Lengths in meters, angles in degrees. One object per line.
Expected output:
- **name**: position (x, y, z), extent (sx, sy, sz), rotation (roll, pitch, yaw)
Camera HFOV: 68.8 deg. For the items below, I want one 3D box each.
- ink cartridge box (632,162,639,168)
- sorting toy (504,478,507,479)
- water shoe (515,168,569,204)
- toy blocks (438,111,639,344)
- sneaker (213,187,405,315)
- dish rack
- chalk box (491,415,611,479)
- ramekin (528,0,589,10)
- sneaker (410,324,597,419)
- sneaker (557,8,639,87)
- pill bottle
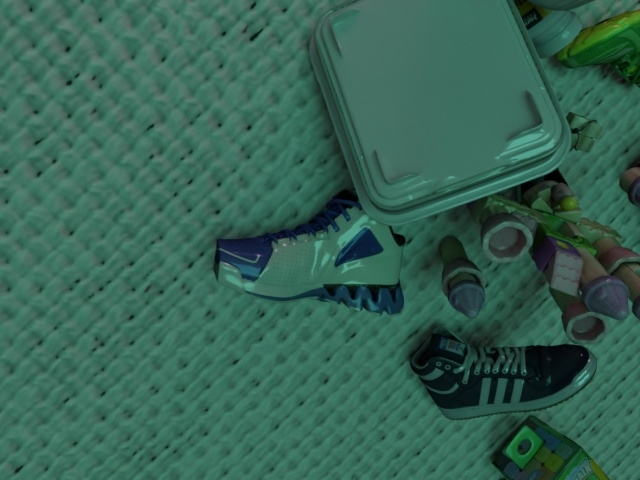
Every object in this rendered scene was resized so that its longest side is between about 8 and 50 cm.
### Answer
- **ink cartridge box**: position (0.757, -0.128, 0.819), extent (0.306, 0.131, 0.226), rotation (-36, 87, -2)
- **sorting toy**: position (0.404, 0.507, 0.964), extent (0.083, 0.012, 0.062), rotation (-4, 103, -13)
- **water shoe**: position (0.386, -0.058, 0.801), extent (0.072, 0.080, 0.203), rotation (-26, 107, -6)
- **toy blocks**: position (0.354, 0.010, 0.653), extent (0.288, 0.260, 0.309), rotation (19, 119, -5)
- **sneaker**: position (0.001, 0.000, 0.711), extent (0.315, 0.127, 0.183), rotation (10, 96, -22)
- **dish rack**: position (0.144, -0.211, 0.612), extent (0.285, 0.072, 0.333), rotation (-20, 79, 10)
- **chalk box**: position (0.437, 0.441, 0.888), extent (0.132, 0.132, 0.213), rotation (-47, 107, -7)
- **ramekin**: position (0.311, -0.422, 0.580), extent (0.272, 0.127, 0.273), rotation (6, 78, -29)
- **sneaker**: position (0.282, 0.201, 0.771), extent (0.282, 0.099, 0.153), rotation (-30, 105, 34)
- **sneaker**: position (0.535, -0.311, 0.767), extent (0.295, 0.109, 0.124), rotation (-11, 100, -11)
- **pill bottle**: position (0.308, -0.369, 0.703), extent (0.184, 0.103, 0.103), rotation (41, 91, -17)
